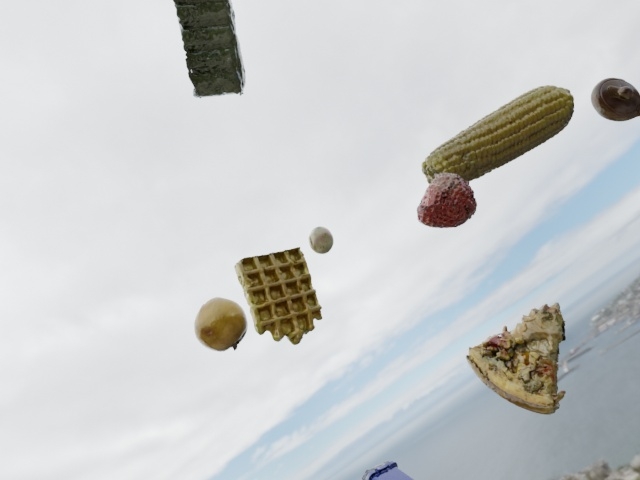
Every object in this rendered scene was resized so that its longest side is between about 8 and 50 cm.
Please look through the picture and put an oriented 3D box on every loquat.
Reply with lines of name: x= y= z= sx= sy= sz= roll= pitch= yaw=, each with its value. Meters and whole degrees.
loquat: x=-0.368 y=0.316 z=1.633 sx=0.208 sy=0.208 sz=0.208 roll=-28 pitch=-25 yaw=-14

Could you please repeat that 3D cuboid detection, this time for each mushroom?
mushroom: x=0.000 y=0.000 z=1.284 sx=0.083 sy=0.084 sz=0.067 roll=-13 pitch=-4 yaw=-40

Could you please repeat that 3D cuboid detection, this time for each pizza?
pizza: x=0.536 y=0.306 z=1.105 sx=0.074 sy=0.251 sz=0.287 roll=33 pitch=-69 yaw=-35

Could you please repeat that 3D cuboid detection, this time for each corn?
corn: x=0.385 y=-0.223 z=0.946 sx=0.363 sy=0.121 sz=0.120 roll=-28 pitch=-24 yaw=-2

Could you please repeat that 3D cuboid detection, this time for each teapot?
teapot: x=0.716 y=-0.338 z=1.040 sx=0.098 sy=0.129 sz=0.078 roll=-56 pitch=-4 yaw=-5

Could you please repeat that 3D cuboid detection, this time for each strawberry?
strawberry: x=0.187 y=-0.055 z=0.656 sx=0.096 sy=0.083 sz=0.083 roll=-27 pitch=-25 yaw=-12

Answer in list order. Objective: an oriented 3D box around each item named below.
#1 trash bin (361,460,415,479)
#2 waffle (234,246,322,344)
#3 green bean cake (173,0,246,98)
trash bin: x=0.261 y=0.834 z=1.396 sx=0.183 sy=0.163 sz=0.234 roll=3 pitch=2 yaw=-43
waffle: x=-0.087 y=0.129 z=0.964 sx=0.160 sy=0.211 sz=0.055 roll=-10 pitch=-21 yaw=-26
green bean cake: x=-0.245 y=-0.455 z=0.958 sx=0.131 sy=0.241 sz=0.255 roll=-9 pitch=-65 yaw=-7
